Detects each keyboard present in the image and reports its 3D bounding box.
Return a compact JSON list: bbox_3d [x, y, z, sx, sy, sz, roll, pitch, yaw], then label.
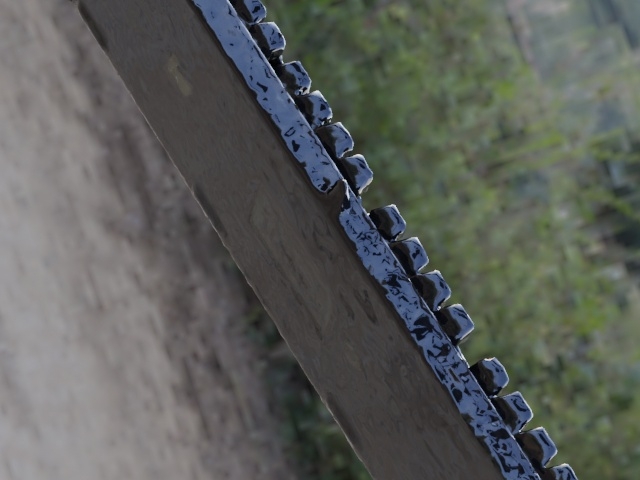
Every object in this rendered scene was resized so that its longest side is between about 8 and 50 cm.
[{"bbox_3d":[0.000,0.000,0.685,0.317,0.027,0.106,58,-25,19],"label":"keyboard"}]
